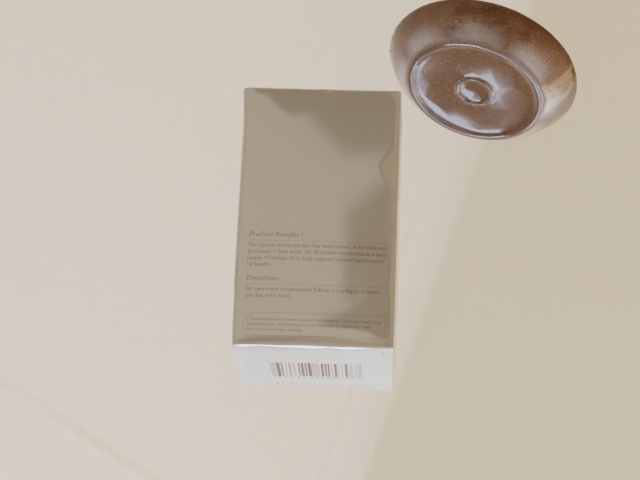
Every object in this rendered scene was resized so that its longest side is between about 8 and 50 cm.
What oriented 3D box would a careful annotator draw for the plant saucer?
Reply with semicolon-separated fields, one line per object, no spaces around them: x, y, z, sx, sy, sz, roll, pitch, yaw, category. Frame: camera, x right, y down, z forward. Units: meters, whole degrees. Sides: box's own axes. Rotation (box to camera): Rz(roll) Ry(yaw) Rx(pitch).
0.161;-0.163;1.670;0.199;0.198;0.036;58;-137;-41;plant saucer

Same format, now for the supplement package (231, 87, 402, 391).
0.000;0.000;1.078;0.105;0.105;0.179;82;-170;-70;supplement package
